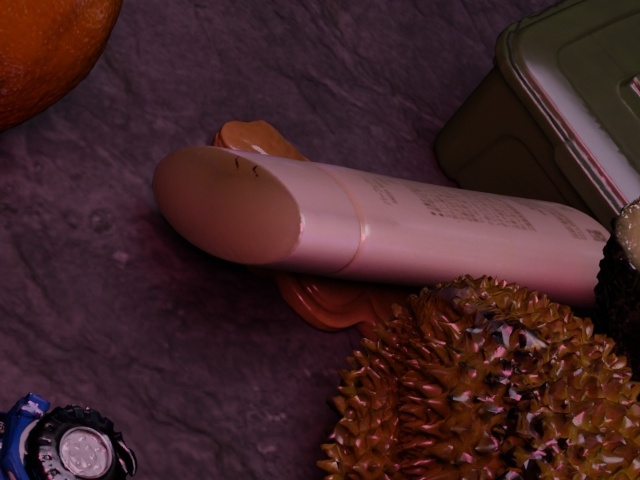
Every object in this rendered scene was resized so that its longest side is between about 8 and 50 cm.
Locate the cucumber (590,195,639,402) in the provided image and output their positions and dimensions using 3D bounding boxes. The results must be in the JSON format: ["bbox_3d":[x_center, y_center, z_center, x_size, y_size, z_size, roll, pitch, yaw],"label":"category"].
[{"bbox_3d":[0.250,0.086,1.452,0.096,0.359,0.096,0,60,1],"label":"cucumber"}]

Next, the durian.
[{"bbox_3d":[0.131,0.172,1.342,0.258,0.258,0.293,13,54,-29],"label":"durian"}]

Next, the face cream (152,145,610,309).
[{"bbox_3d":[0.058,-0.008,1.435,0.348,0.173,0.081,8,100,-33],"label":"face cream"}]

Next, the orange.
[{"bbox_3d":[-0.259,-0.202,1.304,0.264,0.264,0.264,19,50,-25],"label":"orange"}]

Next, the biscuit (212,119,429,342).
[{"bbox_3d":[0.000,0.003,1.508,0.236,0.040,0.144,35,51,-9],"label":"biscuit"}]

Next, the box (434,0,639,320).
[{"bbox_3d":[0.271,-0.043,1.643,0.252,0.178,0.329,-26,76,-46],"label":"box"}]

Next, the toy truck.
[{"bbox_3d":[-0.205,0.199,1.157,0.126,0.113,0.208,26,47,-20],"label":"toy truck"}]
